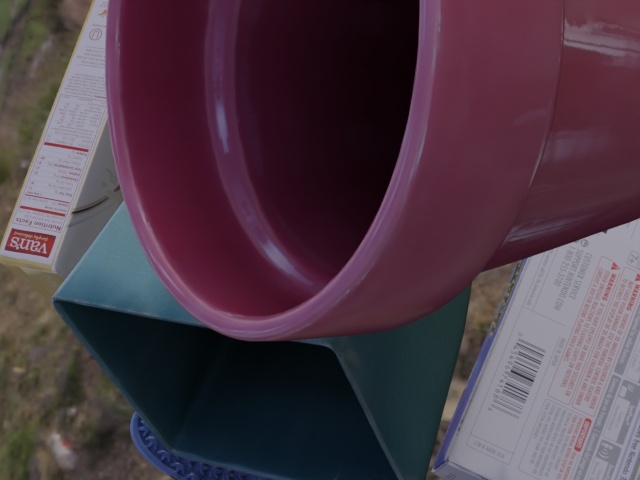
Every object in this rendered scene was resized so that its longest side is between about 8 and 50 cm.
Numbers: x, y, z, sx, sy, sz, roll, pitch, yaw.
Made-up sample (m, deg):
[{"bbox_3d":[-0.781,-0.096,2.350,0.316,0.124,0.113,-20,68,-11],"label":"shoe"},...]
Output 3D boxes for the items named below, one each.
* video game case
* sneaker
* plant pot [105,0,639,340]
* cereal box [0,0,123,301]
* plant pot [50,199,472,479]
[{"bbox_3d":[0.237,0.080,0.766,0.061,0.244,0.269,103,-168,-71],"label":"video game case"},{"bbox_3d":[-0.063,0.195,1.017,0.090,0.232,0.081,-30,39,64],"label":"sneaker"},{"bbox_3d":[0.044,-0.067,0.430,0.201,0.180,0.201,1,91,55],"label":"plant pot"},{"bbox_3d":[-0.123,-0.062,0.783,0.047,0.173,0.240,10,72,16],"label":"cereal box"},{"bbox_3d":[0.000,0.000,0.672,0.165,0.165,0.234,8,54,27],"label":"plant pot"}]
